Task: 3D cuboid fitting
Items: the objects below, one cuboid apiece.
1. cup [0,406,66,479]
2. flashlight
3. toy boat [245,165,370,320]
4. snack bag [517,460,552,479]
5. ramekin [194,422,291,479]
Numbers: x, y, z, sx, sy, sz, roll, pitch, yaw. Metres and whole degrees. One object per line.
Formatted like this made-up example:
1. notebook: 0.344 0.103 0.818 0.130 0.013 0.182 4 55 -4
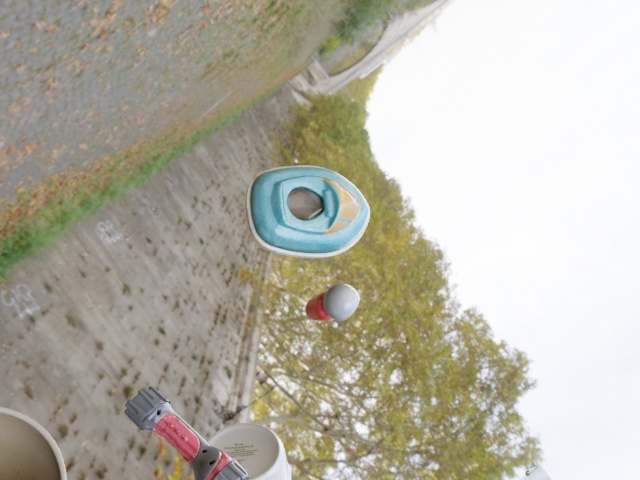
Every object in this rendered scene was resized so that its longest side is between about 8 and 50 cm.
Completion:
1. cup: -0.598 0.480 0.857 0.331 0.331 0.237 -53 172 -40
2. flashlight: -0.293 0.437 1.086 0.103 0.304 0.103 -38 157 -45
3. toy boat: 0.000 0.000 0.984 0.267 0.318 0.148 -5 168 -27
4. snack bag: 0.495 0.662 1.052 0.323 0.342 0.037 -3 133 -43
5. ramekin: -0.214 0.623 1.394 0.273 0.127 0.273 1 -157 0
